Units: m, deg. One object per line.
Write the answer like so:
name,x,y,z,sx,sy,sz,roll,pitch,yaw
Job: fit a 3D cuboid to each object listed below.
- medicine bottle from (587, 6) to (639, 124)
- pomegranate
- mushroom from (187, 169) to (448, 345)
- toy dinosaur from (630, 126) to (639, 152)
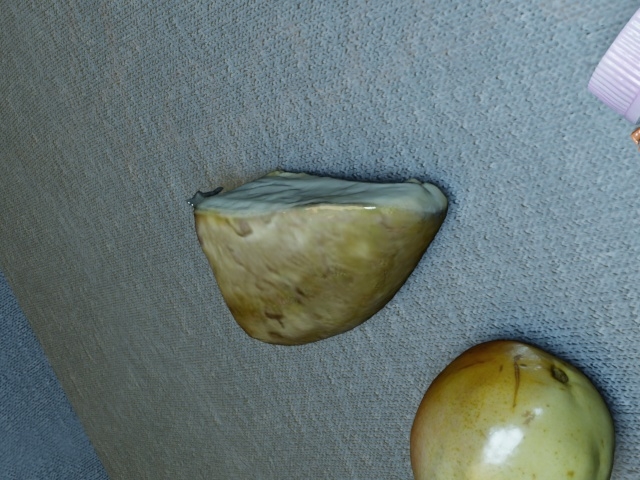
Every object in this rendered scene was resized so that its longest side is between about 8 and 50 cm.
medicine bottle,0.452,-0.145,0.875,0.291,0.178,0.178,41,134,14
pomegranate,0.273,0.308,1.220,0.319,0.319,0.319,21,126,31
mushroom,0.023,0.038,1.320,0.398,0.224,0.313,-1,111,40
toy dinosaur,0.444,-0.110,0.991,0.279,0.055,0.101,46,124,11
